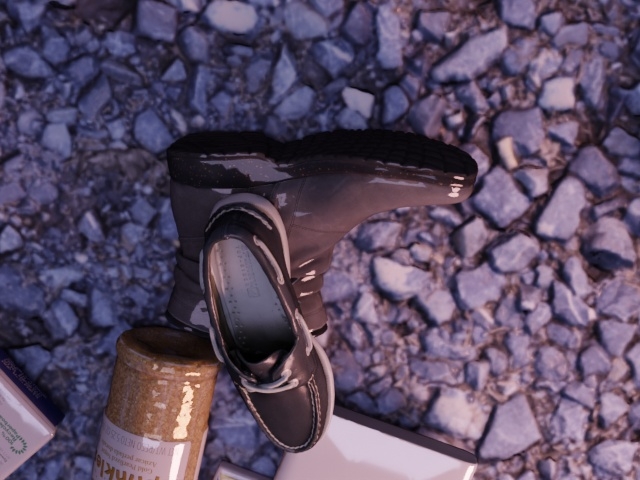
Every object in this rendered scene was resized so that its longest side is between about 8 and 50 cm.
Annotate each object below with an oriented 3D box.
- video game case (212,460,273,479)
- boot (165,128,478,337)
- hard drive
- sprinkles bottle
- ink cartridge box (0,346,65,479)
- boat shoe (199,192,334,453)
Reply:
[{"bbox_3d":[-0.046,0.385,1.774,0.227,0.026,0.206,21,104,-3],"label":"video game case"},{"bbox_3d":[0.000,0.000,1.641,0.338,0.118,0.222,2,109,11],"label":"boot"},{"bbox_3d":[0.025,0.347,1.728,0.203,0.040,0.307,20,104,-4],"label":"hard drive"},{"bbox_3d":[-0.199,0.277,1.703,0.121,0.121,0.355,12,104,-1],"label":"sprinkles bottle"},{"bbox_3d":[-0.512,0.189,1.713,0.330,0.071,0.324,-40,97,13],"label":"ink cartridge box"},{"bbox_3d":[-0.062,0.104,1.587,0.114,0.091,0.302,-13,113,14],"label":"boat shoe"}]
